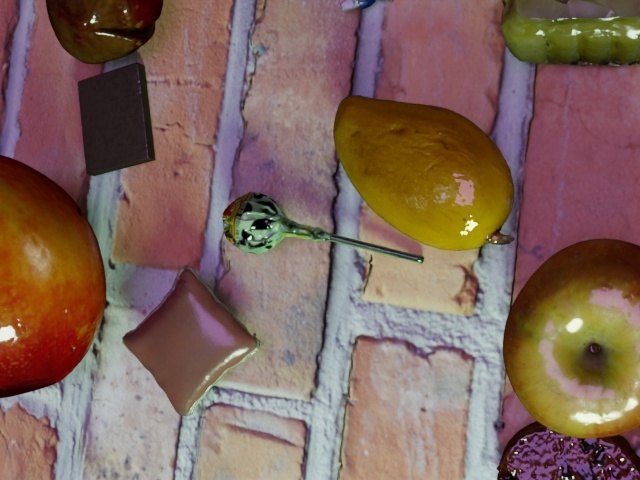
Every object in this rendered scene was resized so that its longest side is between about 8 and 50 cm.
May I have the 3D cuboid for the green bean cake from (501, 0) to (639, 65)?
[{"bbox_3d":[0.355,-0.349,0.901,0.236,0.124,0.232,6,87,22],"label":"green bean cake"}]

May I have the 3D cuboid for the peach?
[{"bbox_3d":[-0.507,0.058,1.072,0.389,0.388,0.387,-2,84,21],"label":"peach"}]

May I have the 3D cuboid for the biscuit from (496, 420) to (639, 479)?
[{"bbox_3d":[0.319,0.315,0.896,0.192,0.049,0.191,0,89,16],"label":"biscuit"}]

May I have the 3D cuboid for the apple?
[{"bbox_3d":[0.329,0.115,0.847,0.235,0.173,0.210,-46,76,21],"label":"apple"}]

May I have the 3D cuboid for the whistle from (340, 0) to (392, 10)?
[{"bbox_3d":[0.071,-0.362,1.062,0.083,0.029,0.033,-18,95,11],"label":"whistle"}]

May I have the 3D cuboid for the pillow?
[{"bbox_3d":[-0.201,0.156,1.091,0.179,0.075,0.171,-46,77,14],"label":"pillow"}]

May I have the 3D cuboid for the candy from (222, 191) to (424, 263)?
[{"bbox_3d":[0.000,0.000,1.040,0.306,0.083,0.091,15,89,13],"label":"candy"}]

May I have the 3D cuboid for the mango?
[{"bbox_3d":[0.136,-0.098,0.965,0.317,0.119,0.176,37,106,24],"label":"mango"}]

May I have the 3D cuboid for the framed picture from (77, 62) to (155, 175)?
[{"bbox_3d":[-0.349,-0.205,1.209,0.128,0.023,0.168,-11,81,20],"label":"framed picture"}]

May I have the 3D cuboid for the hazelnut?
[{"bbox_3d":[-0.356,-0.387,1.158,0.204,0.178,0.178,-46,69,44],"label":"hazelnut"}]
